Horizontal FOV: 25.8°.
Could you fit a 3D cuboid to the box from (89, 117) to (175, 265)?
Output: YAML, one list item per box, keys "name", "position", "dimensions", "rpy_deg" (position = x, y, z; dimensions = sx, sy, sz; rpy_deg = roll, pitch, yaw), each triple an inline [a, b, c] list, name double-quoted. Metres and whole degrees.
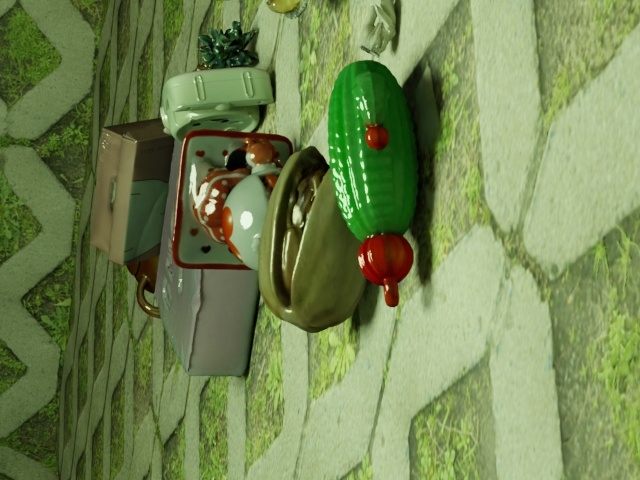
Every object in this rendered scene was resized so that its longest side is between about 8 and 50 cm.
- name: "box"
  position: [-0.256, -0.089, 2.219]
  dimensions: [0.086, 0.215, 0.215]
  rpy_deg: [24, 115, 32]

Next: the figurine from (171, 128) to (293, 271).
- name: "figurine"
  position: [-0.068, -0.031, 1.727]
  dimensions: [0.226, 0.160, 0.183]
  rpy_deg: [-156, 70, -63]

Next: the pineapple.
- name: "pineapple"
  position: [-0.160, -0.249, 2.144]
  dimensions: [0.083, 0.103, 0.221]
  rpy_deg: [53, 151, 11]

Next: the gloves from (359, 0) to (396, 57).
- name: "gloves"
  position: [0.060, -0.224, 1.482]
  dimensions: [0.044, 0.037, 0.081]
  rpy_deg: [24, 101, 45]

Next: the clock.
- name: "clock"
  position: [-0.155, -0.187, 2.020]
  dimensions: [0.191, 0.151, 0.062]
  rpy_deg: [127, 134, -68]

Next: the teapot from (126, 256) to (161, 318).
- name: "teapot"
  position: [-0.303, 0.027, 2.503]
  dimensions: [0.178, 0.135, 0.252]
  rpy_deg: [111, 157, -56]

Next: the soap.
- name: "soap"
  position: [-0.161, 0.014, 2.080]
  dimensions: [0.285, 0.107, 0.296]
  rpy_deg: [-128, 43, -63]

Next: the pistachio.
- name: "pistachio"
  position: [0.000, 0.000, 1.522]
  dimensions: [0.129, 0.131, 0.206]
  rpy_deg: [10, 92, 29]

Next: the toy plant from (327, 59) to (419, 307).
- name: "toy plant"
  position: [0.055, -0.060, 1.395]
  dimensions: [0.154, 0.088, 0.240]
  rpy_deg: [-130, 34, -84]

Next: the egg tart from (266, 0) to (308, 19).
- name: "egg tart"
  position: [-0.014, -0.381, 1.671]
  dimensions: [0.234, 0.094, 0.234]
  rpy_deg: [-177, 90, -71]
